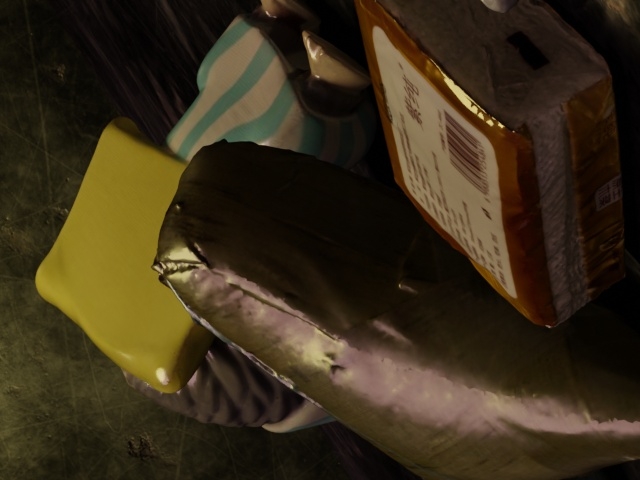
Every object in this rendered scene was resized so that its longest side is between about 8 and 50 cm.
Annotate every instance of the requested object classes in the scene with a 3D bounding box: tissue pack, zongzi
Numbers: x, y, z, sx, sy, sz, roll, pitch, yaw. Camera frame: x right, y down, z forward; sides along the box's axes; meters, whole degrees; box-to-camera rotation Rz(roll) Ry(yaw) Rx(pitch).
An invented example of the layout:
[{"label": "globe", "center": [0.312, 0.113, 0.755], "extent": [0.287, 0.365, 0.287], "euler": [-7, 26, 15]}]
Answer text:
[{"label": "tissue pack", "center": [0.104, -0.070, 1.209], "extent": [0.183, 0.092, 0.226], "euler": [51, 170, 33]}, {"label": "zongzi", "center": [0.063, 0.046, 1.351], "extent": [0.356, 0.174, 0.393], "euler": [33, 170, -8]}]

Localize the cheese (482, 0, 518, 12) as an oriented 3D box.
[{"label": "cheese", "center": [0.023, -0.242, 1.104], "extent": [0.286, 0.082, 0.163], "euler": [51, 170, 21]}]

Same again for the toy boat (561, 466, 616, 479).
[{"label": "toy boat", "center": [0.204, 0.216, 1.645], "extent": [0.103, 0.093, 0.246], "euler": [-97, -17, -58]}]

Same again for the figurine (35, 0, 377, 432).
[{"label": "figurine", "center": [0.000, 0.000, 1.718], "extent": [0.377, 0.361, 0.266], "euler": [19, -155, -43]}]
